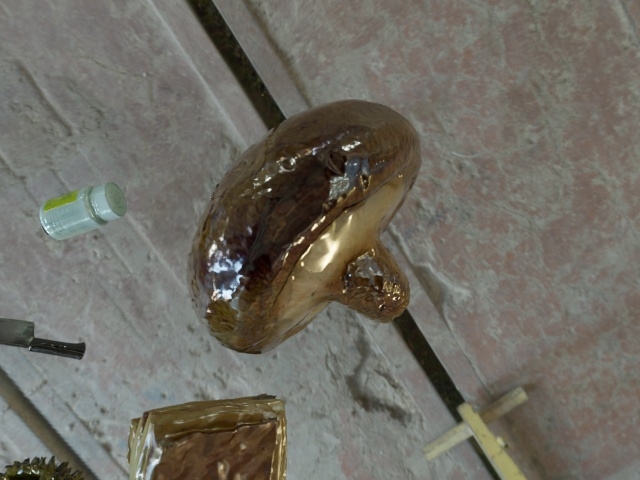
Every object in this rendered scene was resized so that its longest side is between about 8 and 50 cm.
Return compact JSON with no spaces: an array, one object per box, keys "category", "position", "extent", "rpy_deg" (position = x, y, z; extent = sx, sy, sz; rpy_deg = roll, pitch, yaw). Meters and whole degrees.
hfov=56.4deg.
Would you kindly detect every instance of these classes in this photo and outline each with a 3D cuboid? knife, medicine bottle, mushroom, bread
[{"category":"knife","position":[-0.498,0.152,0.975],"extent":[0.230,0.060,0.028],"rpy_deg":[19,127,-36]},{"category":"medicine bottle","position":[-0.260,-0.033,0.656],"extent":[0.083,0.047,0.047],"rpy_deg":[-18,105,12]},{"category":"mushroom","position":[-0.020,-0.013,0.731],"extent":[0.239,0.345,0.345],"rpy_deg":[11,105,25]},{"category":"bread","position":[-0.242,0.468,1.183],"extent":[0.314,0.191,0.370],"rpy_deg":[2,104,-32]}]

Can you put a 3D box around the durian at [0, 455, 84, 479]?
[{"category":"durian","position":[-0.359,0.395,0.704],"extent":[0.258,0.293,0.258],"rpy_deg":[1,110,2]}]
